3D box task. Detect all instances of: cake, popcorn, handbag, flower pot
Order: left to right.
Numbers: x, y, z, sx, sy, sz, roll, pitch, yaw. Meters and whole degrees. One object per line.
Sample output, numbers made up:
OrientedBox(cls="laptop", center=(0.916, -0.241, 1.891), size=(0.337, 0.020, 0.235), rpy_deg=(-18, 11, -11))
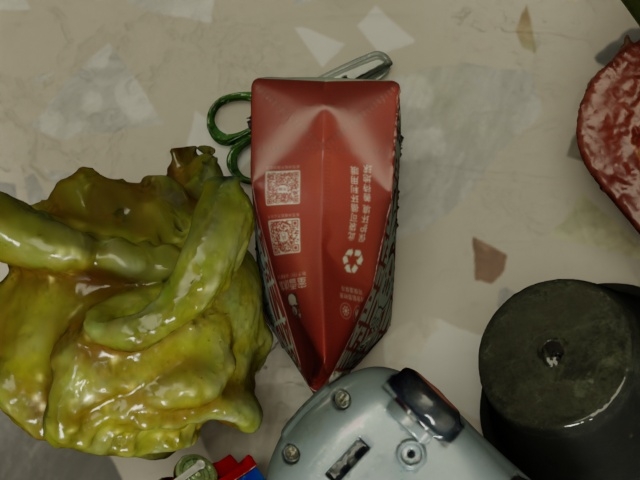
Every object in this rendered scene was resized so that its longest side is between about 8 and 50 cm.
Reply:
OrientedBox(cls="popcorn", center=(-0.169, 0.060, 1.213), size=(0.325, 0.321, 0.290), rpy_deg=(-25, 81, 32))
OrientedBox(cls="handbag", center=(0.000, 0.000, 1.283), size=(0.151, 0.171, 0.298), rpy_deg=(3, 83, 3))
OrientedBox(cls="flower pot", center=(0.233, 0.124, 1.217), size=(0.235, 0.148, 0.235), rpy_deg=(-13, 61, 24))
OrientedBox(cls="cake", center=(0.365, -0.069, 1.279), size=(0.177, 0.151, 0.283), rpy_deg=(-35, 77, 12))

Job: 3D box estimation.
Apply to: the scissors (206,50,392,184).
OrientedBox(cls="scissors", center=(-0.018, -0.143, 1.394), size=(0.204, 0.027, 0.101), rpy_deg=(-30, 82, 2))

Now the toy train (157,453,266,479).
OrientedBox(cls="toy train", center=(-0.129, 0.282, 1.245), size=(0.131, 0.204, 0.083), rpy_deg=(53, 134, 10))

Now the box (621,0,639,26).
OrientedBox(cls="box", center=(0.506, -0.151, 1.181), size=(0.373, 0.138, 0.420), rpy_deg=(-22, 75, -38))

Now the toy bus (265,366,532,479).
OrientedBox(cls="toy bus", center=(0.087, 0.248, 1.201), size=(0.287, 0.232, 0.194), rpy_deg=(43, 89, 3))
